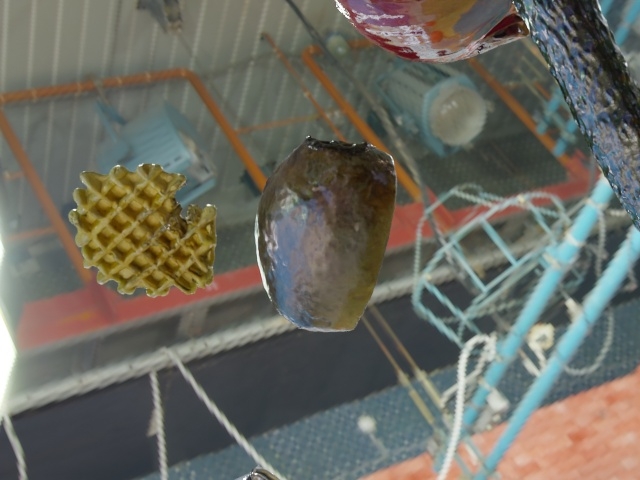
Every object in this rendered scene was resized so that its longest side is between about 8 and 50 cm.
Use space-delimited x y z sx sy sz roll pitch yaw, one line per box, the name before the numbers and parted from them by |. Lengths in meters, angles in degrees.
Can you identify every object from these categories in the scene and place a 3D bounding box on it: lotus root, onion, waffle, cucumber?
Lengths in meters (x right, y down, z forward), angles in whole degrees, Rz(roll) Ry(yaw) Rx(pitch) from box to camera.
lotus root | 0.002 0.003 1.695 0.210 0.142 0.314 3 -56 -4
onion | 0.152 -0.363 1.166 0.354 0.353 0.353 -24 -33 -17
waffle | -0.294 -0.015 1.803 0.250 0.056 0.261 6 -53 4
cucumber | 0.247 -0.119 0.937 0.067 0.293 0.067 -26 -5 -2

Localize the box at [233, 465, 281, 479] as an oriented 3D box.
box | -0.134 0.332 0.888 0.370 0.112 0.190 -31 -53 17
